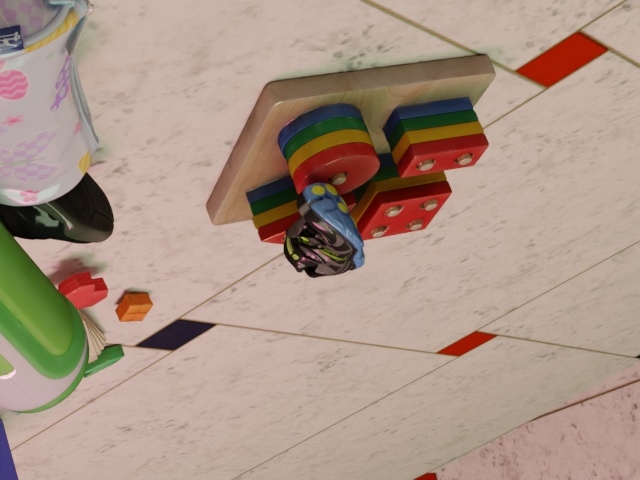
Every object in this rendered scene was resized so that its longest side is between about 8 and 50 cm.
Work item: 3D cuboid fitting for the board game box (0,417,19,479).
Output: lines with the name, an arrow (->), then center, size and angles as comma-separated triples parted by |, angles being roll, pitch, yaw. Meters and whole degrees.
board game box -> -0.546, 0.375, 1.936 | 0.291, 0.232, 0.141 | -22, 159, 6

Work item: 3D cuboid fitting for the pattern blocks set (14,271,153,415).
pattern blocks set -> -0.333, 0.139, 1.781 | 0.285, 0.026, 0.325 | -30, 164, 4

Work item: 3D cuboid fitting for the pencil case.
pencil case -> -0.239, -0.130, 1.158 | 0.124, 0.113, 0.273 | -14, 158, -13

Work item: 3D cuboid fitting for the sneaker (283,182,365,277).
sneaker -> 0.000, 0.000, 1.499 | 0.078, 0.067, 0.188 | -25, 161, -3

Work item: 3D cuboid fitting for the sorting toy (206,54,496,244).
sorting toy -> 0.037, -0.075, 1.567 | 0.255, 0.089, 0.257 | -10, 157, -24

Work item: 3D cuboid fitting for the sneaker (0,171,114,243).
sneaker -> -0.304, -0.031, 1.382 | 0.130, 0.087, 0.227 | -31, 153, 30

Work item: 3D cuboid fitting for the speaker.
speaker -> -0.304, 0.047, 1.293 | 0.131, 0.131, 0.296 | -21, 149, 2
